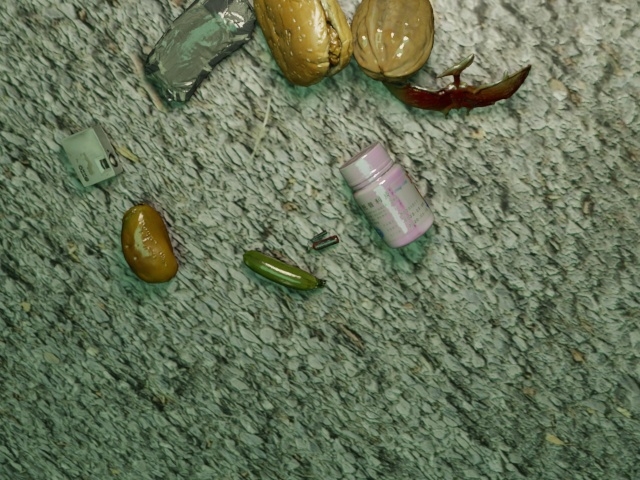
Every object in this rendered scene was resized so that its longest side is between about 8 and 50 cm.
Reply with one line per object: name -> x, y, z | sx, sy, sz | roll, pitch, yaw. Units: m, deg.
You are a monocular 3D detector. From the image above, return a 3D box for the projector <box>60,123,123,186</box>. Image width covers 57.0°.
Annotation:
projector -> -0.644, -0.240, 1.670 | 0.115, 0.061, 0.147 | -17, 107, 18

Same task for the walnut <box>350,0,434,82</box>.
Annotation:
walnut -> 0.163, -0.474, 1.346 | 0.198, 0.198, 0.244 | 10, 74, 6

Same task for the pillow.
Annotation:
pillow -> -0.307, -0.493, 1.490 | 0.335, 0.092, 0.161 | -38, 106, 21

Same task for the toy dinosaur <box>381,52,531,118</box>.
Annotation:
toy dinosaur -> 0.316, -0.376, 1.415 | 0.328, 0.112, 0.207 | -16, 147, 36

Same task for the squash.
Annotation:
squash -> -0.109, 0.095, 1.700 | 0.252, 0.066, 0.066 | 22, 114, 2

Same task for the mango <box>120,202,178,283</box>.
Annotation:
mango -> -0.493, 0.013, 1.693 | 0.156, 0.151, 0.248 | 14, 122, 42

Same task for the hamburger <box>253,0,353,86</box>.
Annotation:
hamburger -> -0.048, -0.503, 1.359 | 0.145, 0.259, 0.283 | -21, 90, -18

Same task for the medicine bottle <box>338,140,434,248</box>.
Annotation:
medicine bottle -> 0.169, -0.116, 1.520 | 0.152, 0.152, 0.254 | -33, 103, 20

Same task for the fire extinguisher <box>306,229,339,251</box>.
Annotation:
fire extinguisher -> -0.001, 0.001, 1.662 | 0.100, 0.032, 0.046 | -19, 118, 11
